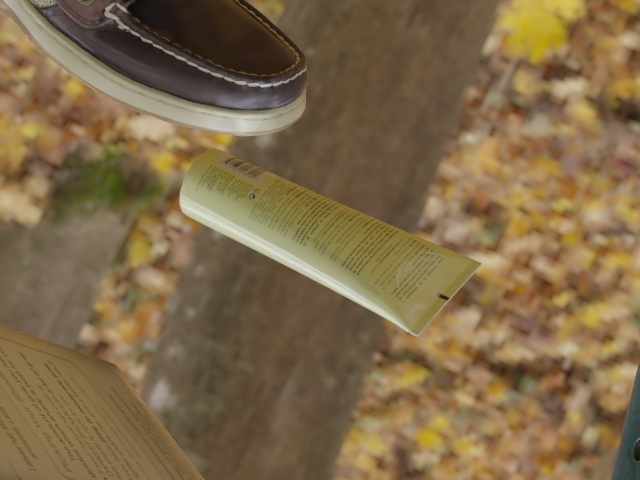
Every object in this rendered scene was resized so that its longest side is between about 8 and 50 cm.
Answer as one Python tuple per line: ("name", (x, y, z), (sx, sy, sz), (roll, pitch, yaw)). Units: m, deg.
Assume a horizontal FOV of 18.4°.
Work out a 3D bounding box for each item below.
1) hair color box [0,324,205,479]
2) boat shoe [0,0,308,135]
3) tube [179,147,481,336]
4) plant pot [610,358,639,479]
("hair color box", (-0.222, 0.126, 1.119), (0.374, 0.113, 0.185), (26, -164, -51))
("boat shoe", (-0.123, -0.158, 1.108), (0.285, 0.103, 0.092), (35, 127, 20))
("tube", (0.000, 0.000, 1.553), (0.240, 0.070, 0.062), (24, -178, 24))
("plant pot", (0.322, 0.162, 1.235), (0.252, 0.247, 0.247), (18, 173, -23))
